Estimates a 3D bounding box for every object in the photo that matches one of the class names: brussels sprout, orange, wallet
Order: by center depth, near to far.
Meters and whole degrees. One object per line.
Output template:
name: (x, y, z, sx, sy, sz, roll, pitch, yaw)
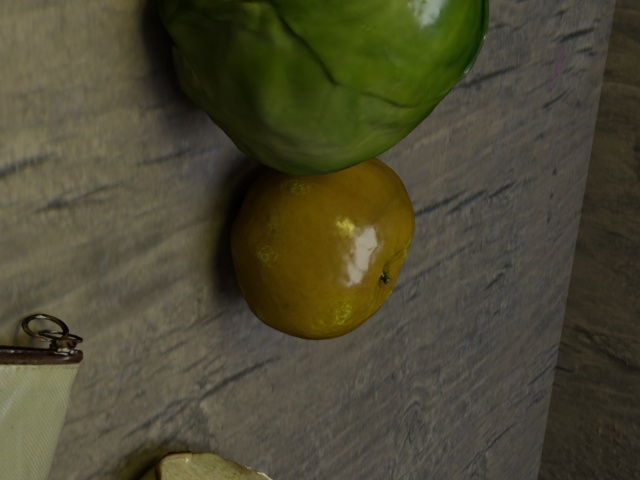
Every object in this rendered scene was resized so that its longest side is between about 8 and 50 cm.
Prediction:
wallet: (-0.384, 0.214, 1.145, 0.335, 0.068, 0.274, 6, 96, -56)
brussels sprout: (0.018, -0.289, 1.284, 0.342, 0.361, 0.425, -37, 137, -44)
orange: (0.000, 0.000, 1.563, 0.279, 0.235, 0.279, -51, 159, -28)

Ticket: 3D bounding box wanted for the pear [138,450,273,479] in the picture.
pear: (-0.132, 0.475, 1.533, 0.386, 0.340, 0.191, 35, 109, -26)
